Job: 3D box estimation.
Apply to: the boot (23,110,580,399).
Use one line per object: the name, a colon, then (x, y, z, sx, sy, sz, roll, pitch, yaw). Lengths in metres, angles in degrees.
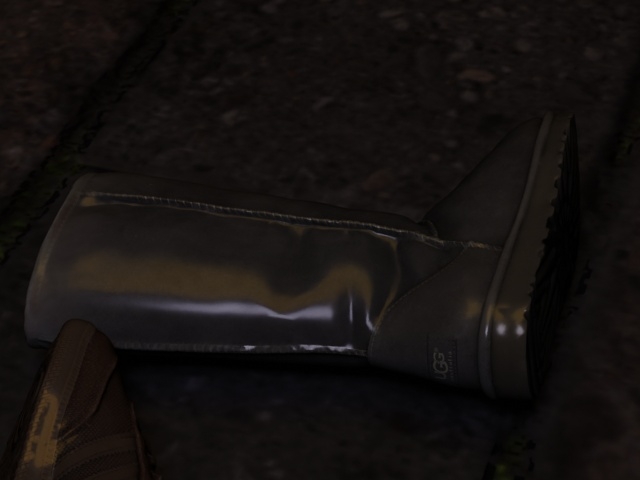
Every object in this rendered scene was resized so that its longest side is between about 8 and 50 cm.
boot: (0.000, -0.003, 0.788, 0.208, 0.076, 0.190, 2, 29, 18)

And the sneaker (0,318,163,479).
sneaker: (-0.083, 0.106, 0.661, 0.071, 0.066, 0.188, 22, 35, -12)
